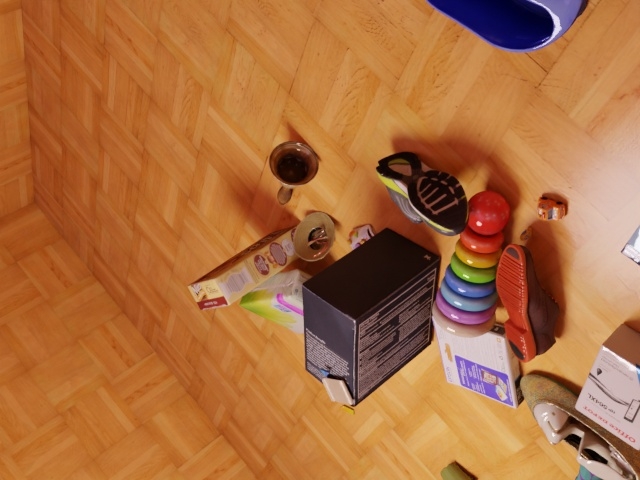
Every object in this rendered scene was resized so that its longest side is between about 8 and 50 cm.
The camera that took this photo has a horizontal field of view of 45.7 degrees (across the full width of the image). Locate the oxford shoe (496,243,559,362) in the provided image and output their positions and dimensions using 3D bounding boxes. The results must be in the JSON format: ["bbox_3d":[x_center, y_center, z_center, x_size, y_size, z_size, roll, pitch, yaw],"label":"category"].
[{"bbox_3d":[0.426,0.117,1.544,0.097,0.098,0.271,-131,24,-57],"label":"oxford shoe"}]

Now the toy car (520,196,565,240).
[{"bbox_3d":[0.425,-0.030,1.461,0.060,0.040,0.122,39,143,26],"label":"toy car"}]

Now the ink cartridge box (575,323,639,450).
[{"bbox_3d":[0.598,0.285,1.464,0.148,0.086,0.203,34,140,31],"label":"ink cartridge box"}]

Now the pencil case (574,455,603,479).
[{"bbox_3d":[0.599,0.533,1.698,0.070,0.064,0.151,39,144,39],"label":"pencil case"}]

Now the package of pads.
[{"bbox_3d":[-0.057,0.178,2.135,0.229,0.101,0.296,29,158,-27],"label":"package of pads"}]

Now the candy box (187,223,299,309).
[{"bbox_3d":[-0.192,0.072,2.102,0.183,0.316,0.087,-14,106,56],"label":"candy box"}]

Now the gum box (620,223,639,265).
[{"bbox_3d":[0.607,0.000,1.248,0.157,0.041,0.184,41,143,23],"label":"gum box"}]

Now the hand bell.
[{"bbox_3d":[-0.085,-0.148,1.997,0.126,0.126,0.242,49,159,11],"label":"hand bell"}]

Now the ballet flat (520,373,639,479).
[{"bbox_3d":[0.552,0.413,1.610,0.348,0.123,0.123,36,142,30],"label":"ballet flat"}]

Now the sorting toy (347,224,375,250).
[{"bbox_3d":[0.114,-0.002,1.905,0.075,0.045,0.083,-40,84,38],"label":"sorting toy"}]

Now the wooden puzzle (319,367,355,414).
[{"bbox_3d":[0.042,0.350,1.770,0.078,0.014,0.116,3,120,47],"label":"wooden puzzle"}]

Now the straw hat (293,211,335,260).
[{"bbox_3d":[0.000,0.000,2.021,0.144,0.144,0.061,20,175,43],"label":"straw hat"}]

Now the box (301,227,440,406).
[{"bbox_3d":[0.119,0.176,1.808,0.183,0.296,0.294,33,140,33],"label":"box"}]

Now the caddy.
[{"bbox_3d":[0.275,-0.445,1.173,0.341,0.179,0.241,41,143,24],"label":"caddy"}]

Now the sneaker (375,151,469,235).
[{"bbox_3d":[0.225,-0.084,1.590,0.121,0.111,0.300,63,175,-35],"label":"sneaker"}]

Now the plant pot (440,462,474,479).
[{"bbox_3d":[0.375,0.661,2.102,0.079,0.083,0.083,50,149,34],"label":"plant pot"}]

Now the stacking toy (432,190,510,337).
[{"bbox_3d":[0.322,0.041,1.588,0.141,0.141,0.330,31,135,34],"label":"stacking toy"}]

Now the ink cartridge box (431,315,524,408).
[{"bbox_3d":[0.372,0.275,1.790,0.208,0.045,0.206,14,128,46],"label":"ink cartridge box"}]
